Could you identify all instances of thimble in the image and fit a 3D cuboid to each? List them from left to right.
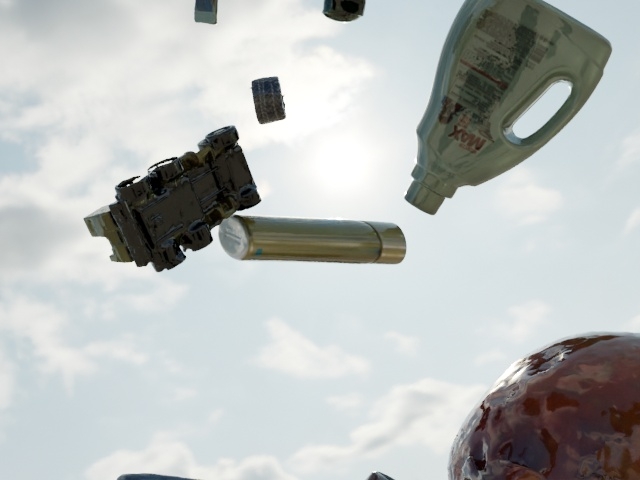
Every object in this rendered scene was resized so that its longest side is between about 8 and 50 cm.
[{"bbox_3d":[-0.105,-0.287,1.866,0.066,0.095,0.104,-12,7,1],"label":"thimble"}]

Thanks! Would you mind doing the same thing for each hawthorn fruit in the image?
[{"bbox_3d":[0.217,0.218,0.751,0.307,0.276,0.276,-13,-26,-43],"label":"hawthorn fruit"}]

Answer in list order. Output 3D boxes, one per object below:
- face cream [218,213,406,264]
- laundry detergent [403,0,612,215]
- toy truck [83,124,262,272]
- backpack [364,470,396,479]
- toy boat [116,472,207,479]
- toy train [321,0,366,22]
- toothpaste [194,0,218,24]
[{"bbox_3d":[0.000,0.000,1.377,0.285,0.139,0.067,3,-80,-26],"label":"face cream"},{"bbox_3d":[0.284,-0.216,1.555,0.397,0.264,0.125,-60,-10,11],"label":"laundry detergent"},{"bbox_3d":[-0.195,-0.059,1.264,0.127,0.127,0.257,-7,23,42],"label":"toy truck"},{"bbox_3d":[0.117,0.562,1.436,0.283,0.317,0.197,-47,-18,-11],"label":"backpack"},{"bbox_3d":[-0.082,0.297,0.657,0.143,0.129,0.309,-16,-73,5],"label":"toy boat"},{"bbox_3d":[0.051,-0.310,0.755,0.105,0.157,0.253,3,-81,-29],"label":"toy train"},{"bbox_3d":[-0.175,-0.457,1.465,0.037,0.062,0.216,-4,-74,-41],"label":"toothpaste"}]
